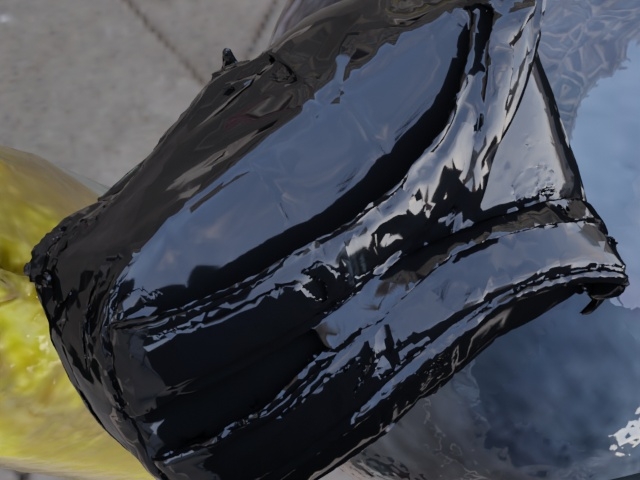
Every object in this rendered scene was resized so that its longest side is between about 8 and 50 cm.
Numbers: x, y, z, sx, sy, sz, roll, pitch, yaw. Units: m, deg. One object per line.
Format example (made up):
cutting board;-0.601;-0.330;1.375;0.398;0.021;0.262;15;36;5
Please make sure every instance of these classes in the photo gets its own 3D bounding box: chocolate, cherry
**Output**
chocolate;-0.134;0.039;0.812;0.445;0.162;0.162;34;60;-74
cherry;0.090;-0.028;0.701;0.218;0.255;0.296;46;55;-50

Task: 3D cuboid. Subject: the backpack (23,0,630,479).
backpack;-0.003;-0.002;0.515;0.165;0.106;0.120;-30;118;-18

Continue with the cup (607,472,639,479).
cup;0.075;0.164;0.446;0.312;0.205;0.205;3;85;-63
